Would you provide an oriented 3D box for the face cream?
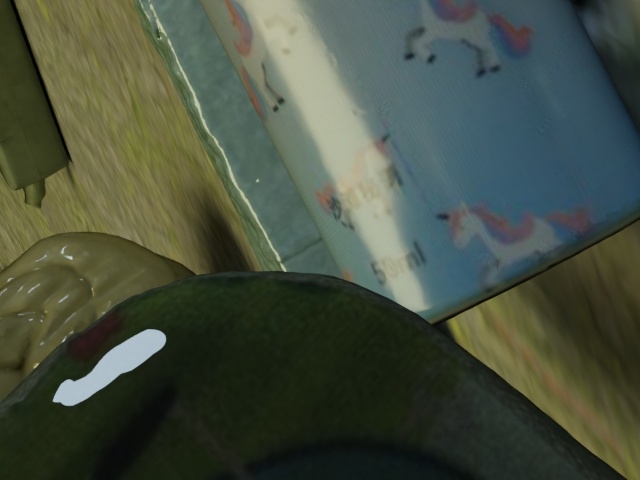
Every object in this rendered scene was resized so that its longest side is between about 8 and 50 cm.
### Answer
[{"bbox_3d":[-0.007,-0.094,0.429,0.229,0.075,0.075,62,168,1],"label":"face cream"}]

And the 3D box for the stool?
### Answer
[{"bbox_3d":[-0.010,0.201,0.437,0.310,0.310,0.226,43,173,-2],"label":"stool"}]

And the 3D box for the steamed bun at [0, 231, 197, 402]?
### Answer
[{"bbox_3d":[-0.126,0.164,1.022,0.289,0.276,0.203,53,172,-5],"label":"steamed bun"}]

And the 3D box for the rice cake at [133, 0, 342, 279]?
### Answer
[{"bbox_3d":[0.000,0.000,0.671,0.245,0.045,0.042,64,169,-3],"label":"rice cake"}]

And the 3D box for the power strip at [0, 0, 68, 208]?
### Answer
[{"bbox_3d":[-0.240,-0.125,1.401,0.093,0.053,0.288,53,165,35],"label":"power strip"}]
